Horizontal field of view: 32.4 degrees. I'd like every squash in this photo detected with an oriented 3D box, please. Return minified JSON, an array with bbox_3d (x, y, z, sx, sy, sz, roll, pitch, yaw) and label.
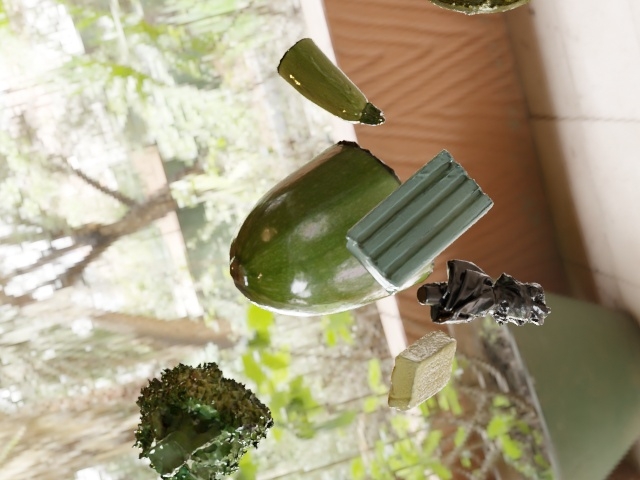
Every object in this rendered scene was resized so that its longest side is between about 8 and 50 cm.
[{"bbox_3d":[0.031,-0.272,1.985,0.224,0.094,0.094,40,161,22],"label":"squash"},{"bbox_3d":[-0.007,0.028,1.946,0.310,0.309,0.310,42,155,25],"label":"squash"}]

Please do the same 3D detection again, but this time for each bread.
[{"bbox_3d":[0.217,0.277,2.366,0.068,0.188,0.125,21,114,29],"label":"bread"}]

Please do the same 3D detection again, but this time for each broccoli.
[{"bbox_3d":[-0.172,0.266,1.482,0.194,0.220,0.194,-15,-90,-77],"label":"broccoli"}]

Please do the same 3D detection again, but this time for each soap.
[{"bbox_3d":[0.141,-0.026,1.605,0.114,0.198,0.063,49,170,6],"label":"soap"}]

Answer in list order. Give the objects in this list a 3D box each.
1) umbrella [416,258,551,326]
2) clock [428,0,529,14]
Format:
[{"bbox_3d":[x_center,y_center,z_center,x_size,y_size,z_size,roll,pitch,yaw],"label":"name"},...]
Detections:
[{"bbox_3d":[0.311,0.109,2.132,0.110,0.272,0.122,-112,37,-48],"label":"umbrella"},{"bbox_3d":[0.215,-0.411,1.490,0.057,0.237,0.237,81,172,-60],"label":"clock"}]
